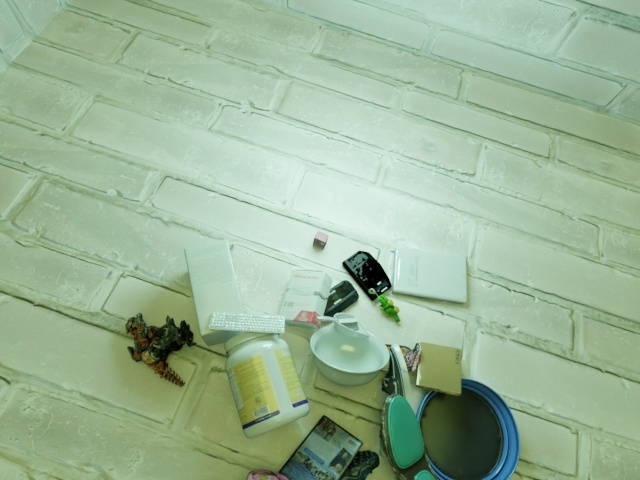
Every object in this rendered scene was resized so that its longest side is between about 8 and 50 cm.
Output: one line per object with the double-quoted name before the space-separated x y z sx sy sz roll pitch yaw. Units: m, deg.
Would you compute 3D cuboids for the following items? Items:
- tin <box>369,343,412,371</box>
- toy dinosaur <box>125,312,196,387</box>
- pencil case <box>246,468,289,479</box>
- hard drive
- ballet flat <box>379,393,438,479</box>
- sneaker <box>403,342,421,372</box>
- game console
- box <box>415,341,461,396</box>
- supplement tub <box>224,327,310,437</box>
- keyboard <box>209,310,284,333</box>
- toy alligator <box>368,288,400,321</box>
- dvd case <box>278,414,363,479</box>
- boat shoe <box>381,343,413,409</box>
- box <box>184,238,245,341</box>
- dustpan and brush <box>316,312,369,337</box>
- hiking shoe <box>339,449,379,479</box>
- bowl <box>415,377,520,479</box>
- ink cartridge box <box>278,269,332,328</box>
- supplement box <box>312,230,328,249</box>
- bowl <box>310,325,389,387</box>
"tin" 0.286 0.474 1.630 0.190 0.040 0.106 7 61 -4
"toy dinosaur" -0.598 0.400 1.528 0.218 0.164 0.321 -38 93 -6
"pencil case" -0.214 0.933 1.258 0.167 0.160 0.385 11 74 41
"hard drive" 0.481 0.153 1.797 0.320 0.040 0.210 9 65 -2
"ballet flat" 0.303 0.788 1.408 0.164 0.182 0.482 -11 67 -34
"sneaker" 0.361 0.456 1.608 0.057 0.047 0.119 18 63 14
"game console" 0.120 0.199 1.734 0.362 0.044 0.213 -32 72 -20
"box" 0.464 0.496 1.590 0.165 0.021 0.201 8 43 13
"supplement tub" -0.199 0.496 1.451 0.241 0.241 0.330 -17 68 -14
"keyboard" -0.255 0.287 1.426 0.257 0.014 0.072 5 53 -7
"toy alligator" 0.274 0.261 1.704 0.189 0.056 0.051 48 30 -5
"dvd case" 0.003 0.754 1.409 0.181 0.022 0.253 21 49 36
"boat shoe" 0.280 0.548 1.540 0.102 0.108 0.300 -8 87 -1
"box" -0.399 0.205 1.575 0.169 0.215 0.344 -13 68 -13
"dustpan and brush" 0.080 0.322 1.595 0.212 0.060 0.147 3 21 -21
"hiking shoe" 0.086 0.854 1.408 0.304 0.113 0.131 -28 92 -16
"bowl" 0.540 0.720 1.523 0.392 0.077 0.390 3 65 -6
"ink cartridge box" -0.059 0.233 1.637 0.159 0.092 0.217 1 62 30
"supplement box" 0.000 0.000 1.789 0.055 0.083 0.043 24 65 4
"bowl" 0.099 0.454 1.532 0.299 0.133 0.297 9 20 -3
